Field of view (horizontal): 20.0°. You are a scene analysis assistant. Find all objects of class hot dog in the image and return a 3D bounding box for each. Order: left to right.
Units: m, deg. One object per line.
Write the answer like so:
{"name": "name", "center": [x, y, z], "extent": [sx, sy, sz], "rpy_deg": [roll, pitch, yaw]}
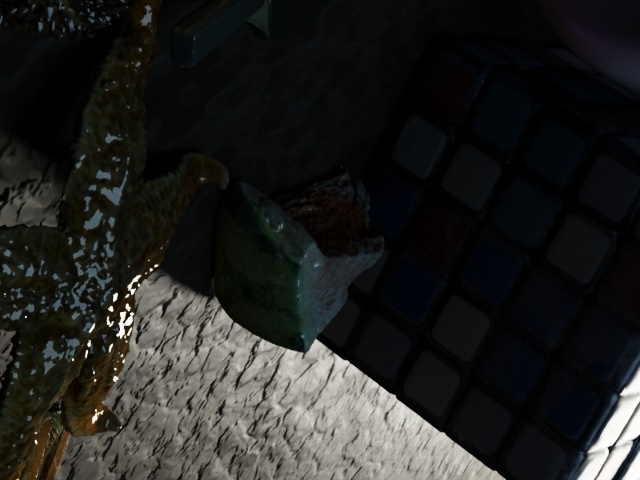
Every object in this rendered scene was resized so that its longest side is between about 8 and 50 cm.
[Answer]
{"name": "hot dog", "center": [-0.203, 0.148, 1.322], "extent": [0.037, 0.021, 0.083], "rpy_deg": [-6, 129, -43]}

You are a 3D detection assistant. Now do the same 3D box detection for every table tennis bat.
{"name": "table tennis bat", "center": [-0.025, -0.180, 1.182], "extent": [0.220, 0.019, 0.130], "rpy_deg": [-45, 152, -37]}

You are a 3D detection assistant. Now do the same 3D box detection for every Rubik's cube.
{"name": "Rubik's cube", "center": [0.211, 0.019, 1.539], "extent": [0.292, 0.287, 0.293], "rpy_deg": [-6, 127, -55]}

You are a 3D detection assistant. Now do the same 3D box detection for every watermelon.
{"name": "watermelon", "center": [-0.014, 0.021, 1.398], "extent": [0.158, 0.098, 0.121], "rpy_deg": [-15, 135, -57]}

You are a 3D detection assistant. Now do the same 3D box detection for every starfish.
{"name": "starfish", "center": [-0.162, 0.014, 1.135], "extent": [0.327, 0.094, 0.375], "rpy_deg": [15, 99, -59]}

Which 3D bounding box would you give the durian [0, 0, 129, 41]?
{"name": "durian", "center": [-0.129, -0.174, 0.974], "extent": [0.148, 0.091, 0.188], "rpy_deg": [-52, 152, -4]}

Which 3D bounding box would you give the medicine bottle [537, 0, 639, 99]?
{"name": "medicine bottle", "center": [0.333, -0.222, 1.481], "extent": [0.256, 0.256, 0.325], "rpy_deg": [-58, 152, 9]}
